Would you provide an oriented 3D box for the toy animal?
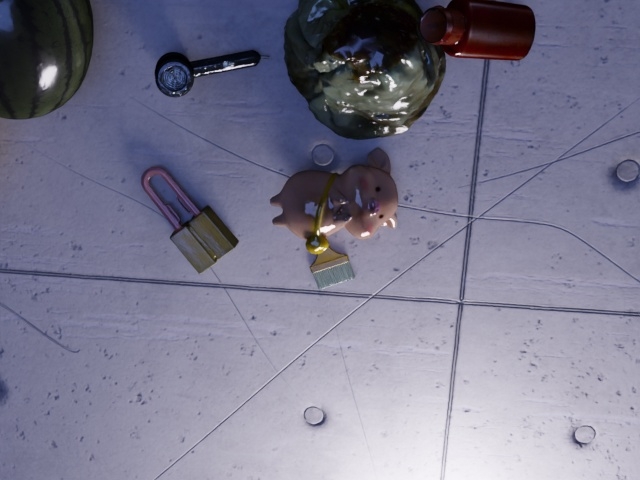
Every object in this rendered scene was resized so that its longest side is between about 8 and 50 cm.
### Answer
[{"bbox_3d":[0.028,-0.069,1.646,0.248,0.149,0.165,-7,119,-4],"label":"toy animal"}]

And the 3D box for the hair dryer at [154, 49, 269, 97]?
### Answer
[{"bbox_3d":[-0.203,-0.325,1.599,0.219,0.124,0.071,-12,112,-8],"label":"hair dryer"}]

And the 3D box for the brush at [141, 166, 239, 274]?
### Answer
[{"bbox_3d":[-0.279,-0.051,1.729,0.103,0.047,0.233,-35,103,15],"label":"brush"}]

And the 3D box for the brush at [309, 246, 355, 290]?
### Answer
[{"bbox_3d":[0.000,0.000,1.744,0.083,0.011,0.205,-18,107,10],"label":"brush"}]

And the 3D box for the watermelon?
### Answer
[{"bbox_3d":[-0.541,-0.386,1.497,0.279,0.279,0.359,9,133,1],"label":"watermelon"}]

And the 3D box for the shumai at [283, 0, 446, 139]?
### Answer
[{"bbox_3d":[0.071,-0.305,1.496,0.309,0.263,0.304,15,108,-1],"label":"shumai"}]

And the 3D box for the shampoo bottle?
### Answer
[{"bbox_3d":[0.275,-0.364,1.470,0.064,0.260,0.102,21,112,41],"label":"shampoo bottle"}]
